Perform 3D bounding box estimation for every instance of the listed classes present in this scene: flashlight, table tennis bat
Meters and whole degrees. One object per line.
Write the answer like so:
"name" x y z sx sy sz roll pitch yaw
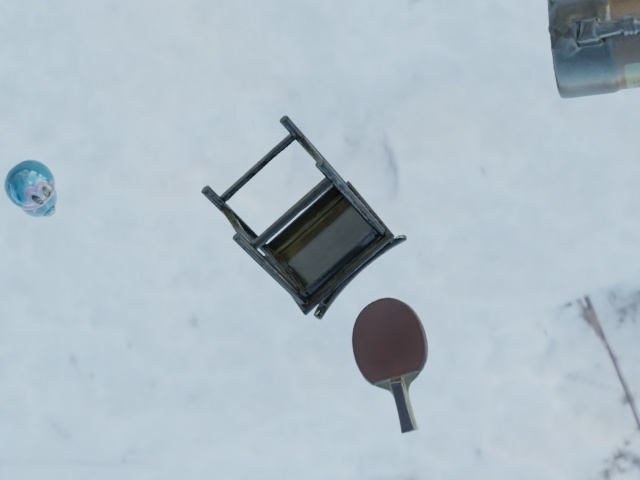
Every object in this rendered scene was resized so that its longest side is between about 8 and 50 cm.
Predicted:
"flashlight" -0.292 -0.050 1.562 0.051 0.129 0.051 1 83 -4
"table tennis bat" 0.085 0.144 1.767 0.095 0.014 0.158 -19 77 26

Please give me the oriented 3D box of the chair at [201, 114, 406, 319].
"chair" 0.000 0.000 1.827 0.154 0.141 0.260 -41 128 4

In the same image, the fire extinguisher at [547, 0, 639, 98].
"fire extinguisher" 0.403 -0.202 1.428 0.376 0.200 0.113 -8 113 12
